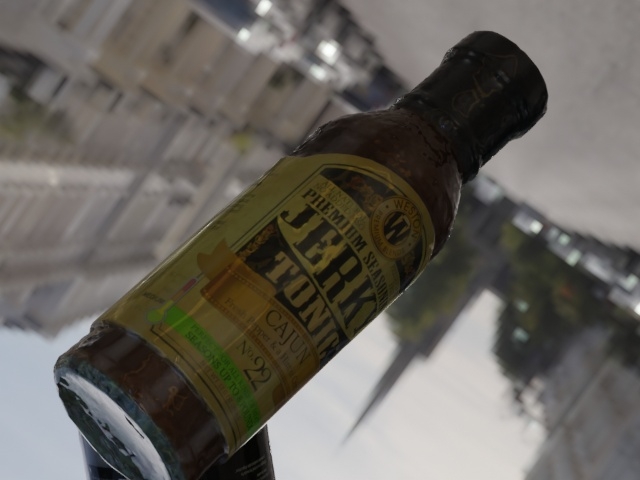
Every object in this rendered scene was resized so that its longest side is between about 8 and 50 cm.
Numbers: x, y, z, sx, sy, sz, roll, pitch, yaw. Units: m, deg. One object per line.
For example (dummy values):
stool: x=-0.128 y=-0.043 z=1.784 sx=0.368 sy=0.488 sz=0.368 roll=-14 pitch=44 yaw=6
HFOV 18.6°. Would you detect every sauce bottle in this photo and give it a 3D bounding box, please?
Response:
sauce bottle: x=0.000 y=0.000 z=1.137 sx=0.111 sy=0.344 sz=0.111 roll=36 pitch=154 yaw=21

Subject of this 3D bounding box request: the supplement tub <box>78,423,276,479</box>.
supplement tub: x=-0.080 y=0.186 z=1.208 sx=0.117 sy=0.190 sz=0.117 roll=-8 pitch=-171 yaw=1
